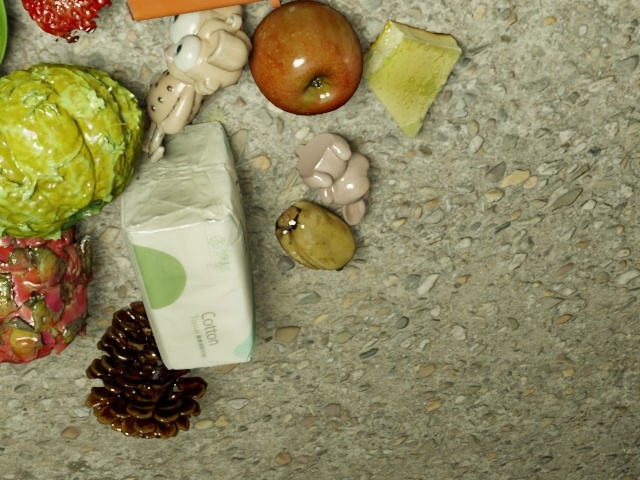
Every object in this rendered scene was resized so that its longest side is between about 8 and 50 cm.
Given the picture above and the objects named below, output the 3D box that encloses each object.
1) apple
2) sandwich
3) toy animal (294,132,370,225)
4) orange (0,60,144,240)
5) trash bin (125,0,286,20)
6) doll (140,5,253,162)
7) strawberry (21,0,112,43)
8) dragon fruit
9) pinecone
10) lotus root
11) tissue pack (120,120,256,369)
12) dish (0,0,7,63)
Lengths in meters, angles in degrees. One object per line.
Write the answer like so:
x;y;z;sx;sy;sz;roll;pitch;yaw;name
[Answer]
-0.020;-0.278;1.229;0.181;0.168;0.181;-14;139;-13;apple
0.128;-0.274;1.362;0.162;0.058;0.193;7;131;-22;sandwich
0.051;-0.113;1.451;0.124;0.124;0.212;-38;139;18;toy animal
-0.388;-0.125;1.147;0.301;0.300;0.223;-30;93;5;orange
-0.158;-0.386;1.071;0.238;0.184;0.161;-14;132;3;trash bin
-0.204;-0.243;1.206;0.119;0.154;0.278;17;126;-36;doll
-0.343;-0.344;1.068;0.145;0.145;0.086;-21;144;2;strawberry
-0.525;0.053;1.327;0.269;0.250;0.291;-3;125;15;dragon fruit
-0.339;0.252;1.583;0.246;0.246;0.292;1;117;-20;pinecone
0.000;0.000;1.537;0.221;0.125;0.118;34;81;-45;lotus root
-0.218;0.017;1.371;0.193;0.266;0.356;-8;135;-4;tissue pack
-0.587;-0.312;1.036;0.324;0.124;0.324;-15;137;-15;dish
